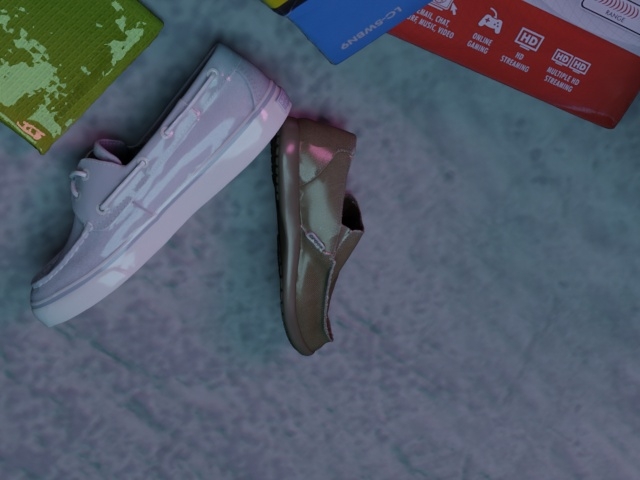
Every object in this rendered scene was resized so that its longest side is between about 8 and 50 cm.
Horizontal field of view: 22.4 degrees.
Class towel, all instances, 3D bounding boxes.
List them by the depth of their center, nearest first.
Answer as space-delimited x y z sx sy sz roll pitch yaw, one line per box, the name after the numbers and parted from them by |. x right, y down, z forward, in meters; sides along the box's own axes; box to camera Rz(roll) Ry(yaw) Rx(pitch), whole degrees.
-0.197 -0.144 0.800 0.102 0.021 0.237 -43 119 16 | towel

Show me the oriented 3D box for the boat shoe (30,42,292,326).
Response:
-0.099 -0.030 0.865 0.184 0.066 0.063 -41 105 17 | boat shoe

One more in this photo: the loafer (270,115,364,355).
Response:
0.000 0.000 0.903 0.050 0.056 0.148 -4 122 -1 | loafer

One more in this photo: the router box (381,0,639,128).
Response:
0.070 -0.248 0.751 0.335 0.082 0.301 20 115 -21 | router box

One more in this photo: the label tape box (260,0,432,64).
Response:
0.027 -0.218 0.625 0.240 0.106 0.333 -33 162 9 | label tape box
